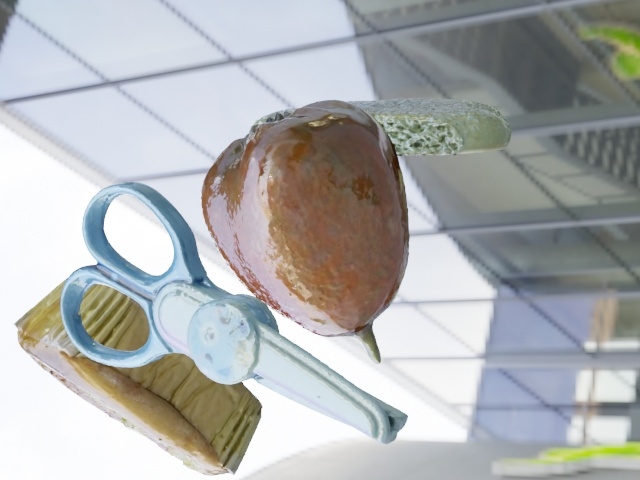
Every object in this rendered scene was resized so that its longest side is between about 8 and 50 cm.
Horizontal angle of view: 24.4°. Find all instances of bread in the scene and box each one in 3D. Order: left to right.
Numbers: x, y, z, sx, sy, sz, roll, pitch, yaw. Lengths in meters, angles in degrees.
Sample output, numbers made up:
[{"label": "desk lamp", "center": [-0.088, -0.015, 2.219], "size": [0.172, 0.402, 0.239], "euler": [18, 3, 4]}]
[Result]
[{"label": "bread", "center": [-0.196, 0.153, 1.658], "size": [0.288, 0.152, 0.119], "euler": [42, -104, -28]}, {"label": "bread", "center": [0.074, -0.121, 1.578], "size": [0.207, 0.287, 0.056], "euler": [-25, -65, -67]}]

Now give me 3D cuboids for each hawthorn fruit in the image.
[{"label": "hawthorn fruit", "center": [0.000, 0.000, 1.367], "size": [0.199, 0.199, 0.251], "euler": [-19, -93, -51]}]

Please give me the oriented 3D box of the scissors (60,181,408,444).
[{"label": "scissors", "center": [-0.058, 0.061, 0.938], "size": [0.030, 0.256, 0.125], "euler": [-15, -51, -59]}]
